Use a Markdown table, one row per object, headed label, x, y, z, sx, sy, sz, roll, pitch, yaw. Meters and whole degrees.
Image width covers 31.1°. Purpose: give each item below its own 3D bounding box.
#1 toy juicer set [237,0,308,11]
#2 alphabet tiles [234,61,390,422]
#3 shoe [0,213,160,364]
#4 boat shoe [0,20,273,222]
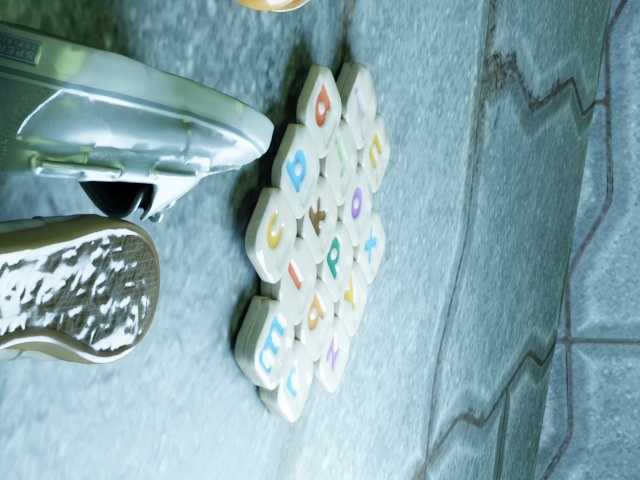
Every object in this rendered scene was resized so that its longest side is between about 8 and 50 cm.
| label | x | y | z | sx | sy | sz | roll | pitch | yaw |
| --- | --- | --- | --- | --- | --- | --- | --- | --- | --- |
| toy juicer set | -0.036 | -0.269 | 0.654 | 0.209 | 0.089 | 0.329 | -57 | 161 | -20 |
| alphabet tiles | 0.000 | 0.000 | 0.958 | 0.278 | 0.021 | 0.284 | 66 | 40 | -58 |
| shoe | -0.142 | 0.020 | 0.544 | 0.219 | 0.058 | 0.076 | 5 | 96 | -71 |
| boat shoe | -0.102 | -0.053 | 0.598 | 0.227 | 0.079 | 0.081 | 9 | 101 | -65 |
